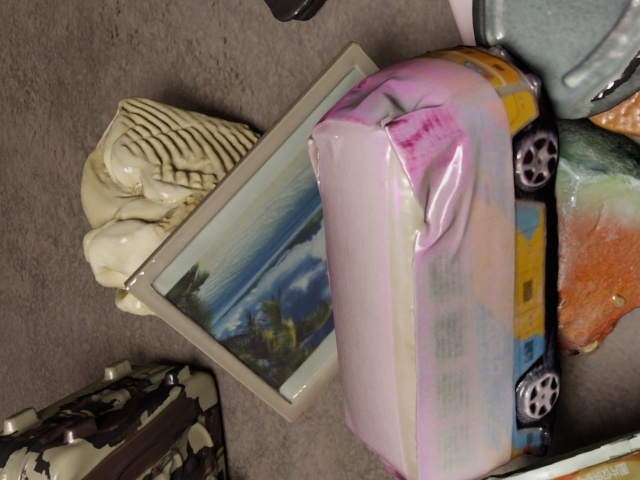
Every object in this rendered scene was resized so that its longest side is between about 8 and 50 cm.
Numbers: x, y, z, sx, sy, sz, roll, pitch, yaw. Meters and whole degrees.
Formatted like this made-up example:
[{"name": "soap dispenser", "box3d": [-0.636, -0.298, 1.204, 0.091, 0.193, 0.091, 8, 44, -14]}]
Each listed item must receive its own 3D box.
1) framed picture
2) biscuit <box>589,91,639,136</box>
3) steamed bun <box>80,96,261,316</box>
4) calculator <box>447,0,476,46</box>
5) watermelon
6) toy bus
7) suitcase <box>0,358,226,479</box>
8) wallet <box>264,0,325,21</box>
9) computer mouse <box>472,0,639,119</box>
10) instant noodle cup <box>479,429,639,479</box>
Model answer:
[{"name": "framed picture", "box3d": [0.000, 0.000, 0.793, 0.315, 0.232, 0.024, -48, 24, -4]}, {"name": "biscuit", "box3d": [0.301, -0.255, 0.687, 0.202, 0.047, 0.333, 16, 107, 33]}, {"name": "steamed bun", "box3d": [-0.151, -0.009, 0.939, 0.289, 0.276, 0.203, 23, 127, 3]}, {"name": "calculator", "box3d": [0.174, -0.235, 0.787, 0.100, 0.032, 0.174, -19, 89, 36]}, {"name": "watermelon", "box3d": [0.219, 0.017, 0.776, 0.193, 0.140, 0.256, 36, 127, 33]}, {"name": "toy bus", "box3d": [0.100, 0.031, 0.712, 0.171, 0.162, 0.386, 23, 126, 49]}, {"name": "suitcase", "box3d": [-0.269, 0.350, 1.035, 0.194, 0.351, 0.339, -1, 101, 26]}, {"name": "wallet", "box3d": [-0.080, -0.432, 0.913, 0.197, 0.051, 0.377, -45, 73, 32]}, {"name": "computer mouse", "box3d": [0.243, -0.275, 0.627, 0.203, 0.114, 0.373, 35, 127, 23]}, {"name": "instant noodle cup", "box3d": [0.281, 0.322, 0.677, 0.294, 0.294, 0.307, -31, 69, 36]}]
